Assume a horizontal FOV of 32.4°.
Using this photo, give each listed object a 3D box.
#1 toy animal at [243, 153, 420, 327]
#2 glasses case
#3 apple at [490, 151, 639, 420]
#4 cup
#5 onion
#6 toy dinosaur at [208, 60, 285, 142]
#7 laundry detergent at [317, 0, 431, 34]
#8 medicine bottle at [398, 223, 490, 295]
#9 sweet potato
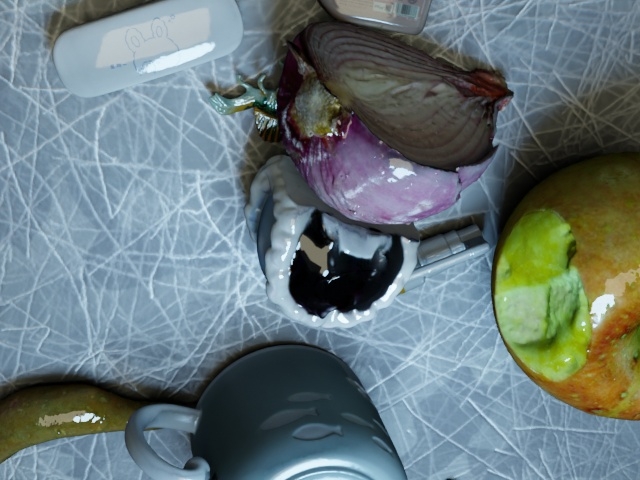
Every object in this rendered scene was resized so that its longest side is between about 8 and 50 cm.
[{"bbox_3d":[0.000,0.000,1.380,0.208,0.204,0.156,17,120,-31],"label":"toy animal"},{"bbox_3d":[-0.208,-0.242,1.341,0.234,0.059,0.092,-17,107,-3],"label":"glasses case"},{"bbox_3d":[0.378,0.050,1.384,0.340,0.339,0.339,-2,107,-7],"label":"apple"},{"bbox_3d":[-0.071,0.291,1.398,0.357,0.274,0.259,15,103,-18],"label":"cup"},{"bbox_3d":[0.093,-0.128,1.342,0.349,0.267,0.159,-6,145,-44],"label":"onion"},{"bbox_3d":[-0.042,-0.169,1.399,0.187,0.044,0.106,21,109,-32],"label":"toy dinosaur"},{"bbox_3d":[0.068,-0.377,1.327,0.171,0.076,0.237,8,106,-9],"label":"laundry detergent"},{"bbox_3d":[0.114,0.040,1.455,0.221,0.092,0.061,-24,104,0],"label":"medicine bottle"},{"bbox_3d":[-0.353,0.240,1.469,0.346,0.079,0.108,-12,137,-5],"label":"sweet potato"}]
